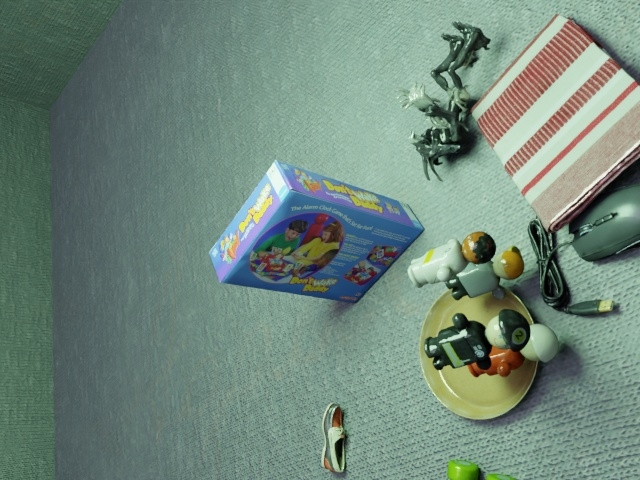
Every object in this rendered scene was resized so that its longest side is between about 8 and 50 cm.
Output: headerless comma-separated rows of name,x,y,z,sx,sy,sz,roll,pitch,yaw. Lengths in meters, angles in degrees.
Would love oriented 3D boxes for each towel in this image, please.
towel,0.388,-0.200,1.020,0.237,0.037,0.329,-49,38,30

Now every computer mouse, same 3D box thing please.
computer mouse,0.428,0.012,0.936,0.262,0.060,0.184,-19,66,44

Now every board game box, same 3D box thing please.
board game box,0.000,0.000,1.194,0.233,0.347,0.078,-50,48,27

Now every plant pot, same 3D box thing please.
plant pot,0.273,0.187,1.083,0.236,0.032,0.236,-14,70,44

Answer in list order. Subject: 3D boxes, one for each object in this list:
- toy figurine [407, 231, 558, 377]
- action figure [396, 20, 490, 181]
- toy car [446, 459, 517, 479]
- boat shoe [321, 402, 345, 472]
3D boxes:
toy figurine,0.251,0.097,0.953,0.148,0.213,0.209,-25,60,31
action figure,0.214,-0.256,1.170,0.164,0.141,0.275,-154,81,-76
toy car,0.204,0.442,0.977,0.149,0.188,0.155,4,83,48
boat shoe,0.031,0.404,1.283,0.043,0.049,0.137,-2,82,44
